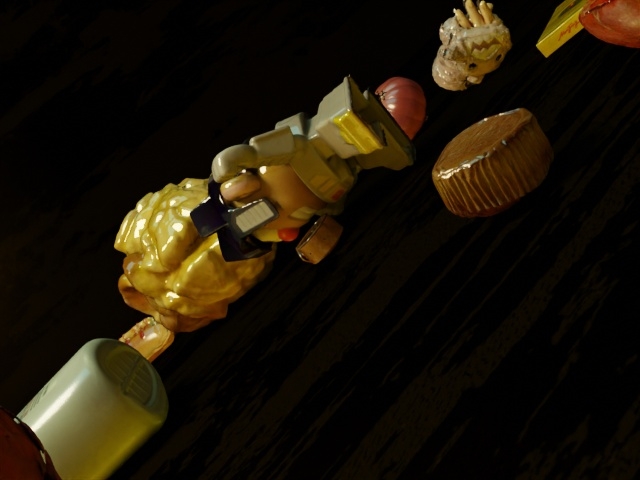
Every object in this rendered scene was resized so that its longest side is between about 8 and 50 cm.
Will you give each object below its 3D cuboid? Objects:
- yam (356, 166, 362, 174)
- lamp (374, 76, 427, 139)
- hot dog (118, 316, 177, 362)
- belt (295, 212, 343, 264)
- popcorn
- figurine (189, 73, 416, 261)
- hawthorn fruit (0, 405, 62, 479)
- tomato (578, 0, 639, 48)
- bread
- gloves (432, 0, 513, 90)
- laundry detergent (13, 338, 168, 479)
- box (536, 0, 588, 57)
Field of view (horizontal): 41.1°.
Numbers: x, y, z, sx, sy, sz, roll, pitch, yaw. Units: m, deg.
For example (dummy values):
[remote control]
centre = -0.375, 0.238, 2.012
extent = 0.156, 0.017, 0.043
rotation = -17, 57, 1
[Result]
[yam]
centre = 0.028, -0.147, 1.479
extent = 0.194, 0.107, 0.107
rotation = -42, 7, 7
[lamp]
centre = 0.117, -0.197, 1.308
extent = 0.107, 0.092, 0.107
rotation = -46, 36, 49
[hot dog]
centre = -0.364, 0.219, 1.645
extent = 0.250, 0.076, 0.104
rotation = -44, 6, 17
[belt]
centre = 0.000, 0.000, 1.047
extent = 0.059, 0.036, 0.083
rotation = -48, 5, 16
[popcorn]
centre = -0.171, -0.001, 1.320
extent = 0.332, 0.225, 0.265
rotation = -32, 2, -2
[figurine]
centre = -0.032, -0.085, 1.107
extent = 0.308, 0.308, 0.143
rotation = -39, 49, 33
[hawthorn fruit]
centre = -0.288, 0.219, 0.606
extent = 0.307, 0.276, 0.276
rotation = -16, 0, -15
[tomato]
centre = 0.249, -0.179, 0.558
extent = 0.155, 0.069, 0.155
rotation = -46, 7, 7
[bread]
centre = 0.120, -0.048, 0.584
extent = 0.085, 0.053, 0.085
rotation = -32, 17, 11
[gloves]
centre = 0.212, -0.271, 1.215
extent = 0.110, 0.094, 0.144
rotation = -33, -12, -2
[laundry detergent]
centre = -0.351, 0.292, 0.971
extent = 0.398, 0.125, 0.264
rotation = -46, 8, -3
[box]
centre = 0.301, -0.270, 0.993
extent = 0.087, 0.023, 0.155
rotation = -35, 11, 37
